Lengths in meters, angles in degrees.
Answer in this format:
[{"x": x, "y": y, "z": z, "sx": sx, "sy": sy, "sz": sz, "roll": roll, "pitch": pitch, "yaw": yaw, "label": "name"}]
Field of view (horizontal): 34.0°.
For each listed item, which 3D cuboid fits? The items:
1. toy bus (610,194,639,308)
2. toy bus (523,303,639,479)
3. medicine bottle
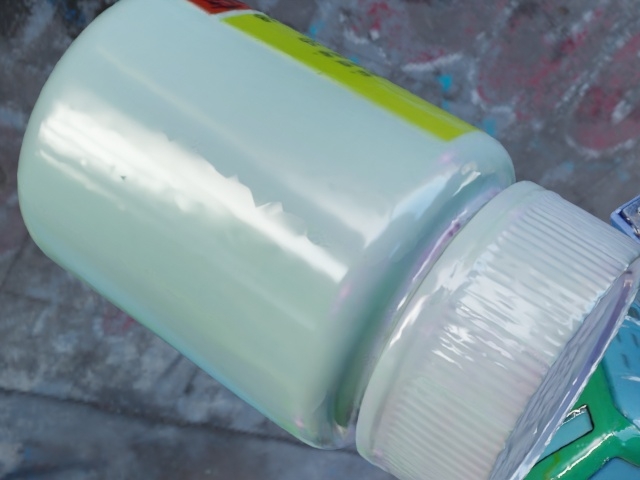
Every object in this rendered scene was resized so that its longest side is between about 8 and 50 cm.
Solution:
[{"x": 0.321, "y": -0.028, "z": 0.783, "sx": 0.236, "sy": 0.079, "sz": 0.094, "roll": -24, "pitch": 149, "yaw": -19, "label": "toy bus"}, {"x": 0.264, "y": 0.146, "z": 1.061, "sx": 0.183, "sy": 0.343, "sz": 0.199, "roll": 24, "pitch": 125, "yaw": -22, "label": "toy bus"}, {"x": 0.000, "y": 0.000, "z": 0.422, "sx": 0.139, "sy": 0.225, "sz": 0.139, "roll": -45, "pitch": 155, "yaw": -28, "label": "medicine bottle"}]
